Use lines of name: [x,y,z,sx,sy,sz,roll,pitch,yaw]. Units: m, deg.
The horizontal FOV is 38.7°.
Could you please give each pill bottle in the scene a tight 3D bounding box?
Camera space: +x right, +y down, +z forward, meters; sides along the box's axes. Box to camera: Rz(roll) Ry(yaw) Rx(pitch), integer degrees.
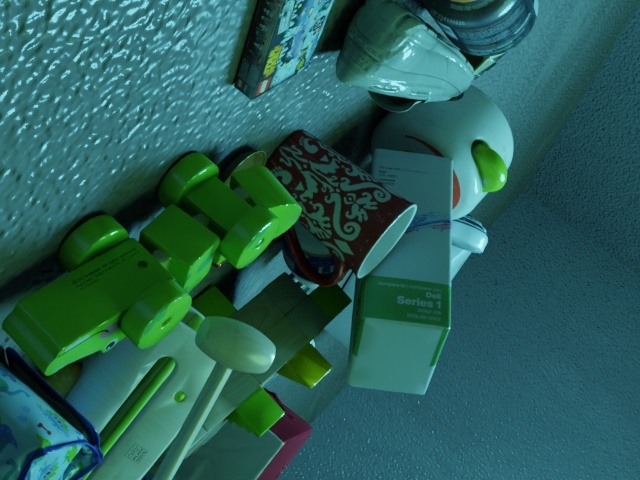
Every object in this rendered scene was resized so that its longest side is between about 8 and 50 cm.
pill bottle: [0.186,-0.302,1.079,0.130,0.130,0.246,-54,167,10]
pill bottle: [0.000,0.000,1.316,0.112,0.112,0.186,-47,166,-18]

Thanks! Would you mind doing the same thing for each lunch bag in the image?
lunch bag: [-0.273,0.168,0.818,0.096,0.129,0.151,-51,166,1]

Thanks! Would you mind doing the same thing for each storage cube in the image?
storage cube: [-0.157,0.356,1.594,0.215,0.184,0.193,-52,166,3]

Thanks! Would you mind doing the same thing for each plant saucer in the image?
plant saucer: [-0.094,-0.071,1.022,0.083,0.015,0.083,-47,167,-14]

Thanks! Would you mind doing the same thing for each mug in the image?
mug: [0.006,-0.036,1.111,0.150,0.169,0.113,-50,167,-4]

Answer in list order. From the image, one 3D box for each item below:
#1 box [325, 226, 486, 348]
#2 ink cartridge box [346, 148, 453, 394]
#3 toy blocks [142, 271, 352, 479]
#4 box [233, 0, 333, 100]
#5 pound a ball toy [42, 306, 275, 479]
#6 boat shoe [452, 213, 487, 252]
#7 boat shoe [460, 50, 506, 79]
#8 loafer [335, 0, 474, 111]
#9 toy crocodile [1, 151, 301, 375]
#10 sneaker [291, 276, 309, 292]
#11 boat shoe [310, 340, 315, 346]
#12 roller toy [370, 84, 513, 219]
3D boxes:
box: [0.184,0.085,2.040,0.215,0.168,0.345,-32,156,-56]
ink cartridge box: [0.110,0.042,1.265,0.201,0.117,0.278,97,0,-56]
toy blocks: [-0.153,0.209,1.294,0.381,0.190,0.261,-39,173,-33]
box: [-0.028,-0.205,0.854,0.094,0.027,0.137,-39,162,-40]
pound a ball toy: [-0.211,0.169,0.940,0.319,0.136,0.208,-51,-157,1]
boat shoe: [0.191,-0.067,1.520,0.102,0.108,0.301,-59,-152,3]
boat shoe: [0.268,-0.310,1.520,0.152,0.056,0.049,-35,167,-21]
loafer: [0.103,-0.214,1.115,0.111,0.112,0.319,-50,160,16]
toy crocodile: [-0.145,0.017,0.869,0.340,0.115,0.105,-40,163,-41]
sneaker: [-0.063,0.142,1.567,0.178,0.077,0.072,-53,168,5]
boat shoe: [-0.055,0.208,1.775,0.084,0.095,0.258,-53,178,-10]
roller toy: [0.185,-0.143,1.381,0.146,0.209,0.191,-45,177,-30]
